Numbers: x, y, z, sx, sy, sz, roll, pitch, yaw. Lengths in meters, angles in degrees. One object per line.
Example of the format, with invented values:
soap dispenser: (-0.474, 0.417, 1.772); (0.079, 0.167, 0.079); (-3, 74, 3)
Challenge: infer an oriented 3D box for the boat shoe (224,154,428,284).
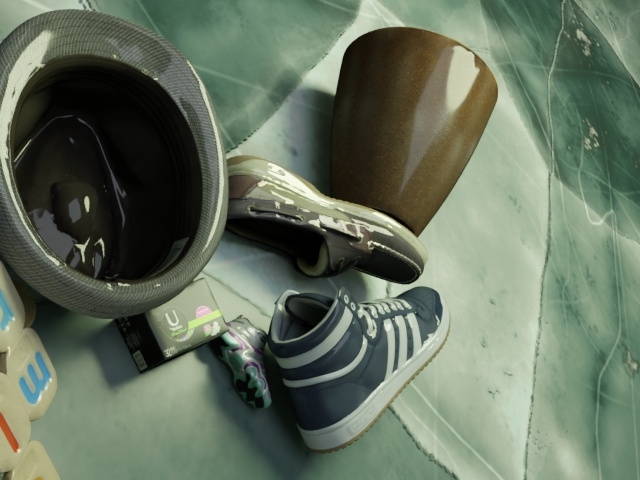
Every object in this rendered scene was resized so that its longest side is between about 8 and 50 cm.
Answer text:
boat shoe: (0.000, 0.000, 0.941); (0.285, 0.103, 0.092); (27, 56, -26)

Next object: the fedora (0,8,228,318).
fedora: (-0.213, -0.057, 0.747); (0.244, 0.124, 0.275); (0, 75, -41)

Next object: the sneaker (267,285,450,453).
sneaker: (0.048, 0.090, 0.907); (0.282, 0.099, 0.153); (-42, 114, -45)

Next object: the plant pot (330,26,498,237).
plant pot: (0.098, -0.114, 1.043); (0.215, 0.215, 0.230); (32, 63, -27)

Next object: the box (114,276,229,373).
box: (-0.143, 0.082, 0.787); (0.083, 0.052, 0.062); (-22, 83, -47)

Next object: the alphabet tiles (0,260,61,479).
alphabet tiles: (-0.259, 0.137, 0.544); (0.284, 0.021, 0.277); (-81, 159, -59)

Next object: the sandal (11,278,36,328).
sandal: (-0.304, 0.092, 0.607); (0.088, 0.079, 0.240); (52, 42, -7)

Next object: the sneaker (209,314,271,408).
sneaker: (-0.066, 0.121, 0.847); (0.069, 0.038, 0.098); (-30, 89, -47)
